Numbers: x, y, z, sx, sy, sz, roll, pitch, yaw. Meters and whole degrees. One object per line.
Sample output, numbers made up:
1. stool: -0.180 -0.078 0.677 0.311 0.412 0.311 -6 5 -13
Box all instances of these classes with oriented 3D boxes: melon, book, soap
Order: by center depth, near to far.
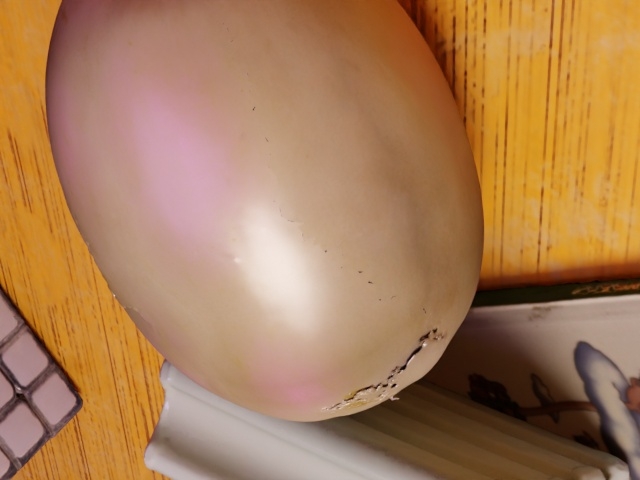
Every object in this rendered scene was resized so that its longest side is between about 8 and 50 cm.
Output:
1. melon: -0.028 -0.038 0.979 0.223 0.223 0.317 5 130 39
2. book: 0.230 0.132 1.079 0.371 0.043 0.260 -8 121 46
3. soap: 0.040 0.143 1.097 0.265 0.159 0.088 20 105 30

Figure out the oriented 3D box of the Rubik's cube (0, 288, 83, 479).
1. Rubik's cube: -0.393 0.135 1.473 0.237 0.237 0.238 -15 116 50
